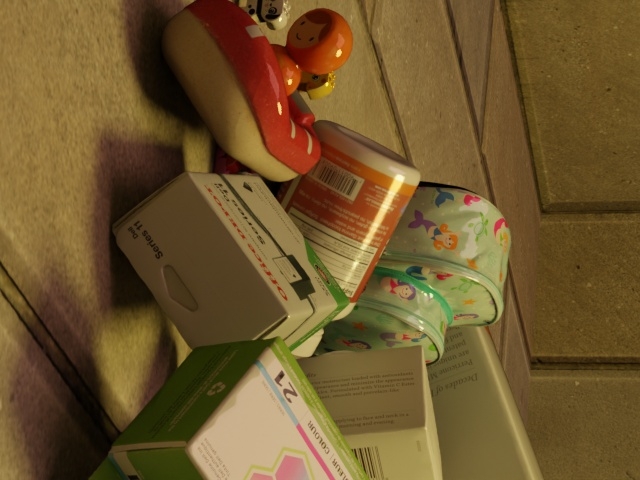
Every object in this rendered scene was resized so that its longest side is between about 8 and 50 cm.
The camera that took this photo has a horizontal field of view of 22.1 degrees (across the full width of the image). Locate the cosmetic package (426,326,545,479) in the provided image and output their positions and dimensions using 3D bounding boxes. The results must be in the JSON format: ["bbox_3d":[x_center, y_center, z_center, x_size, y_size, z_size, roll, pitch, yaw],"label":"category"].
[{"bbox_3d":[0.154,0.215,1.959,0.230,0.161,0.453,52,19,-67],"label":"cosmetic package"}]

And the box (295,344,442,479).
[{"bbox_3d":[0.032,0.217,1.711,0.119,0.181,0.182,-89,170,-47],"label":"box"}]

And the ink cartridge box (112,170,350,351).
[{"bbox_3d":[-0.072,0.024,1.402,0.153,0.087,0.208,54,13,7],"label":"ink cartridge box"}]

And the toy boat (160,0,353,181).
[{"bbox_3d":[-0.039,-0.153,1.469,0.151,0.151,0.231,57,7,14],"label":"toy boat"}]

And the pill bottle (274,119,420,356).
[{"bbox_3d":[0.000,0.000,1.617,0.216,0.121,0.121,-62,169,9],"label":"pill bottle"}]

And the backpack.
[{"bbox_3d":[0.077,0.029,1.776,0.225,0.253,0.191,62,31,-62],"label":"backpack"}]

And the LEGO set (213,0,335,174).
[{"bbox_3d":[-0.039,-0.151,1.653,0.087,0.093,0.227,59,33,-63],"label":"LEGO set"}]

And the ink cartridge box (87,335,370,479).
[{"bbox_3d":[-0.082,0.225,1.212,0.189,0.097,0.255,59,45,-21],"label":"ink cartridge box"}]
